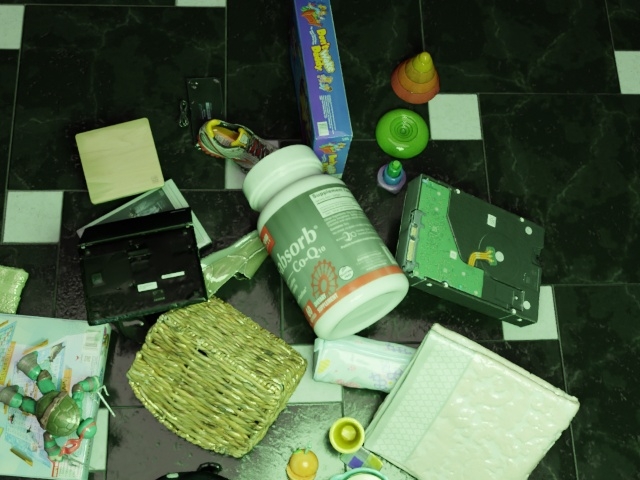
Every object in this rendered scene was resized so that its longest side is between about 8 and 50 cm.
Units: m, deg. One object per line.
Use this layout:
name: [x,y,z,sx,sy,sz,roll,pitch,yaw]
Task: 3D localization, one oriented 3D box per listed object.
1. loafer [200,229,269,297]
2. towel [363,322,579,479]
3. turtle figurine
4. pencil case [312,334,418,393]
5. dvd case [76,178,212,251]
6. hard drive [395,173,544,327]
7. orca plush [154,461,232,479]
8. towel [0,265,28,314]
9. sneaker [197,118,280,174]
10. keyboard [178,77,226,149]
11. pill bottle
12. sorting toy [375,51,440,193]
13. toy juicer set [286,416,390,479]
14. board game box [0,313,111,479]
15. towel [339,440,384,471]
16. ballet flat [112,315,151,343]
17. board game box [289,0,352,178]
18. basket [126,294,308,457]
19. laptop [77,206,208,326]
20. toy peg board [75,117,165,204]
loafer: [-0.168,0.043,1.681,0.251,0.094,0.087,-29,89,-19]
towel: [0.280,0.361,1.521,0.317,0.053,0.331,29,116,6]
turtle figurine: [-0.492,0.322,1.488,0.234,0.118,0.175,32,72,11]
pencil case: [0.118,0.258,1.613,0.273,0.124,0.113,10,71,0]
dvd case: [-0.386,-0.006,1.712,0.239,0.029,0.179,-31,76,-14]
hard drive: [0.324,0.025,1.668,0.339,0.064,0.236,21,64,-21]
orca plush: [-0.198,0.525,1.512,0.287,0.102,0.151,31,72,6]
towel: [-0.706,0.099,1.655,0.148,0.027,0.110,11,72,0]
sneaker: [-0.167,-0.203,1.753,0.225,0.093,0.088,20,73,-9]
keyboard: [-0.279,-0.297,1.820,0.108,0.023,0.180,-6,71,-13]
pill bottle: [0.000,0.000,1.568,0.210,0.210,0.362,-27,69,-12]
sorting toy: [0.203,-0.292,1.799,0.127,0.126,0.365,16,71,1]
toy juicer set: [0.053,0.529,1.517,0.209,0.089,0.329,-29,80,1]
board game box: [-0.608,0.310,1.572,0.318,0.066,0.318,6,72,-3]
towel: [0.085,0.450,1.588,0.083,0.009,0.060,37,115,10]
ballet flat: [-0.421,0.158,1.653,0.173,0.049,0.057,38,79,1]
board game box: [-0.006,-0.336,1.741,0.078,0.233,0.347,-7,73,-7]
basket: [-0.211,0.278,1.599,0.299,0.223,0.213,32,106,6]
laptop: [-0.364,0.044,1.602,0.234,0.136,0.264,-12,70,-7]
toy peg board: [-0.441,-0.170,1.742,0.161,0.079,0.160,-15,82,-7]
